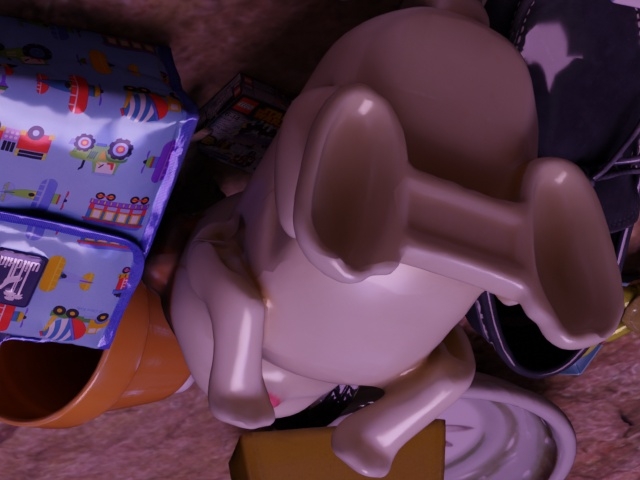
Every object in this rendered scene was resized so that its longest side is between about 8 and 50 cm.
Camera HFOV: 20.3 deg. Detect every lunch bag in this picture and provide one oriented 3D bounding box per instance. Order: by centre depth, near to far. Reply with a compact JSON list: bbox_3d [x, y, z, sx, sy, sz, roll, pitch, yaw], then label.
[{"bbox_3d":[-0.259,-0.032,1.539,0.221,0.138,0.293,8,119,-23],"label":"lunch bag"}]

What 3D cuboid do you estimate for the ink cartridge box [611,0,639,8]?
[{"bbox_3d":[0.344,-0.265,1.436,0.311,0.065,0.185,6,118,-24],"label":"ink cartridge box"}]

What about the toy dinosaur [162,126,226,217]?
[{"bbox_3d":[-0.144,-0.041,1.685,0.118,0.064,0.268,-13,157,-1],"label":"toy dinosaur"}]

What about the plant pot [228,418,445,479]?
[{"bbox_3d":[0.020,0.304,1.891,0.212,0.187,0.212,-3,165,-8],"label":"plant pot"}]

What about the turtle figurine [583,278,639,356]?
[{"bbox_3d":[0.348,0.078,1.927,0.217,0.087,0.269,-12,137,-1],"label":"turtle figurine"}]

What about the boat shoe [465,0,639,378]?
[{"bbox_3d":[0.218,-0.074,1.613,0.187,0.156,0.500,-3,132,-9],"label":"boat shoe"}]

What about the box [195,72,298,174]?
[{"bbox_3d":[-0.048,-0.099,1.667,0.137,0.027,0.094,20,136,-34],"label":"box"}]

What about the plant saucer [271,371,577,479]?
[{"bbox_3d":[0.098,0.242,2.122,0.401,0.100,0.400,-6,144,-4],"label":"plant saucer"}]

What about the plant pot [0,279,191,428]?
[{"bbox_3d":[-0.222,0.089,1.769,0.205,0.205,0.188,-29,156,26],"label":"plant pot"}]

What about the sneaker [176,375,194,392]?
[{"bbox_3d":[-0.242,0.149,1.921,0.235,0.094,0.090,7,140,-24],"label":"sneaker"}]

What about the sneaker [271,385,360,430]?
[{"bbox_3d":[0.047,0.068,1.868,0.300,0.121,0.111,-40,108,13],"label":"sneaker"}]

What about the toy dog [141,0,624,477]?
[{"bbox_3d":[0.000,0.000,1.516,0.285,0.395,0.408,9,149,-29],"label":"toy dog"}]

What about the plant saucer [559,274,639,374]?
[{"bbox_3d":[0.301,0.095,2.031,0.067,0.018,0.192,3,144,-18],"label":"plant saucer"}]
